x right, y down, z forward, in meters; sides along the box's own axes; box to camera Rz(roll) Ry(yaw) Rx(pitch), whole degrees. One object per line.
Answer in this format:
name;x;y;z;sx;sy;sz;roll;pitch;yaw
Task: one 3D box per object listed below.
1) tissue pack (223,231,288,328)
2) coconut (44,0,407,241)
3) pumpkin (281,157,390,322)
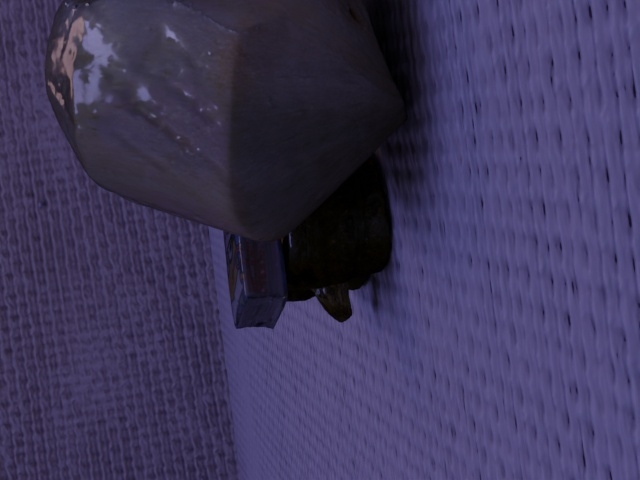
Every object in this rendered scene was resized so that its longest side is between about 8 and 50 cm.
tissue pack;-0.085;0.024;1.733;0.115;0.065;0.155;116;148;-63
coconut;-0.091;-0.195;1.562;0.344;0.416;0.415;81;174;-50
pumpkin;0.000;0.000;1.814;0.317;0.139;0.221;148;117;-75
